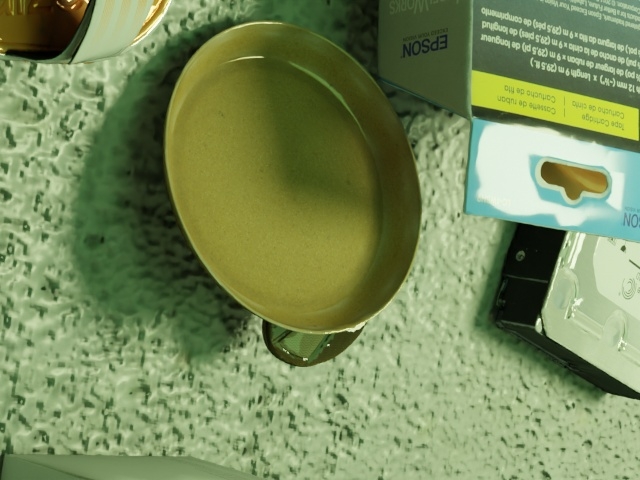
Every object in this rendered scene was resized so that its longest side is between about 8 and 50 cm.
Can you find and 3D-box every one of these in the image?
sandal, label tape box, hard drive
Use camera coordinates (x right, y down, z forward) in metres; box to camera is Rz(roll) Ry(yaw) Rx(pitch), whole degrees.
[{"bbox_3d":[0.000,0.000,1.346,0.090,0.060,0.219,27,60,-30],"label":"sandal"},{"bbox_3d":[-0.175,-0.154,1.108,0.265,0.076,0.102,-16,109,-45],"label":"sandal"},{"bbox_3d":[0.166,-0.176,1.397,0.249,0.115,0.348,7,83,-42],"label":"label tape box"},{"bbox_3d":[0.292,-0.039,1.655,0.237,0.064,0.339,31,74,-45],"label":"hard drive"}]

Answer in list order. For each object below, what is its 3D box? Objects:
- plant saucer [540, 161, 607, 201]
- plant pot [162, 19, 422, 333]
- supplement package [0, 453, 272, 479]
[{"bbox_3d":[0.251,-0.115,1.541,0.200,0.037,0.200,2,84,-17],"label":"plant saucer"},{"bbox_3d":[-0.024,-0.045,1.278,0.236,0.032,0.236,13,69,-37],"label":"plant pot"},{"bbox_3d":[-0.126,0.207,1.204,0.179,0.105,0.105,10,90,-49],"label":"supplement package"}]
